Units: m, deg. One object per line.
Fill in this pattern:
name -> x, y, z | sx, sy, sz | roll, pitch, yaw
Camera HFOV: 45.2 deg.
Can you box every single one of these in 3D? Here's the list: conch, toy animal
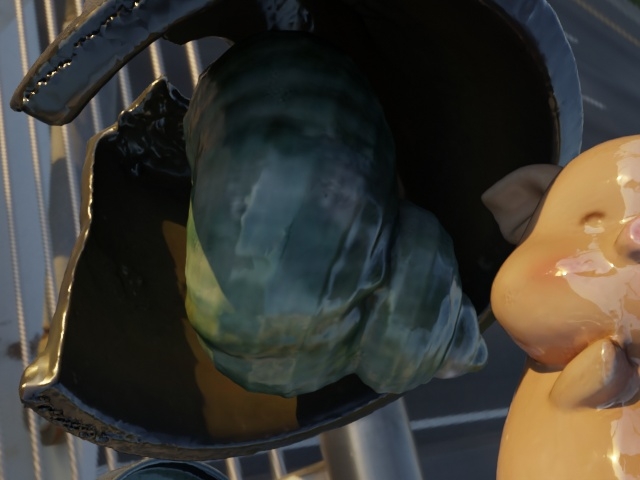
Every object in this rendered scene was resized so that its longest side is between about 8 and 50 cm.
conch -> 0.000, 0.000, 0.507 | 0.277, 0.195, 0.220 | 40, 42, 1
toy animal -> 0.160, 0.063, 0.361 | 0.166, 0.154, 0.250 | 8, 66, 4

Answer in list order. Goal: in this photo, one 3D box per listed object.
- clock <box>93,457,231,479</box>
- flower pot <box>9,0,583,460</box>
clock -> -0.169, 0.406, 0.883 | 0.319, 0.066, 0.319 | 36, 37, -32
flower pot -> -0.039, -0.063, 0.536 | 0.379, 0.379, 0.251 | 23, 23, -38
